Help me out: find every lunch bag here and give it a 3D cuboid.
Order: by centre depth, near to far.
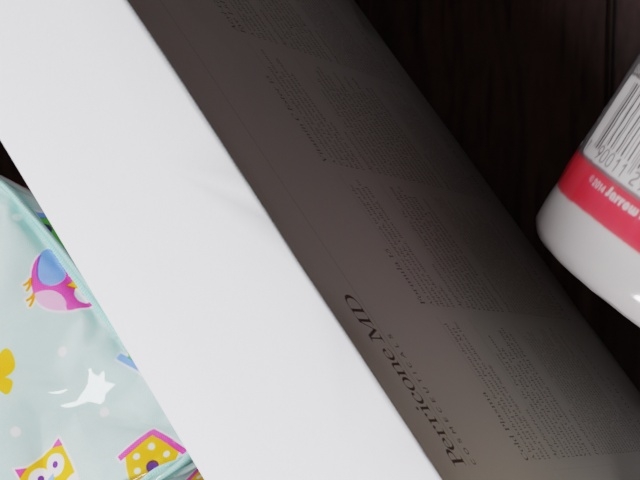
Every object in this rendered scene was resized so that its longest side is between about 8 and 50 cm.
[{"bbox_3d":[-0.131,0.069,0.930,0.160,0.223,0.262,-48,65,7],"label":"lunch bag"}]

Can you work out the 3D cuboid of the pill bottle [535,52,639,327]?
[{"bbox_3d":[0.248,-0.089,0.772,0.176,0.176,0.318,38,102,26],"label":"pill bottle"}]

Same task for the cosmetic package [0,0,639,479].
[{"bbox_3d":[0.000,0.000,0.834,0.097,0.284,0.377,-41,67,18],"label":"cosmetic package"}]
